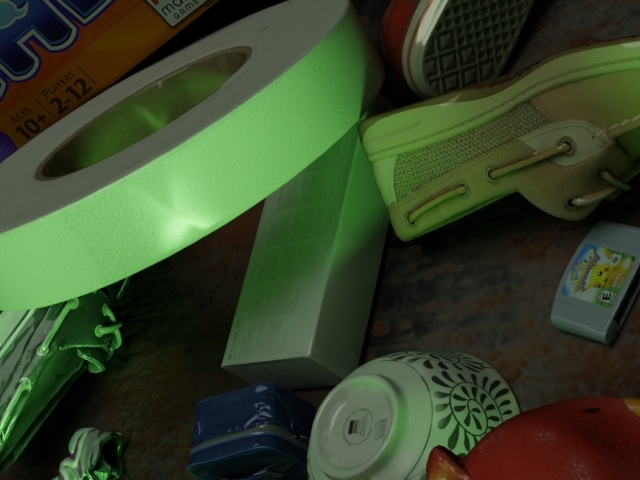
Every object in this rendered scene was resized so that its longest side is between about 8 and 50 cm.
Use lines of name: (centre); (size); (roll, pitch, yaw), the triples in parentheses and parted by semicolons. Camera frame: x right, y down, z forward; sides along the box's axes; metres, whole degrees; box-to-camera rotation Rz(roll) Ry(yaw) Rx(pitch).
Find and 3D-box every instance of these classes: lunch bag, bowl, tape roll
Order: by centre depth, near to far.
bowl: (0.046, 0.140, 0.881); (0.170, 0.080, 0.170); (-26, 48, 32)
lunch bag: (-0.048, 0.154, 0.975); (0.098, 0.067, 0.065); (-21, 50, 33)
tape roll: (-0.130, -0.082, 1.076); (0.392, 0.072, 0.392); (-26, 19, 10)

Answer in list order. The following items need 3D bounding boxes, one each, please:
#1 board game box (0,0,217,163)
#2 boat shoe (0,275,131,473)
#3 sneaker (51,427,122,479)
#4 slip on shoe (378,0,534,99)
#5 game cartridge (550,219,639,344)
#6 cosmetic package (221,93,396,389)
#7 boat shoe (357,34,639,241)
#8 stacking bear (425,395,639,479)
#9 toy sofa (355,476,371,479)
board game box: (-0.318, -0.353, 1.320); (0.356, 0.356, 0.357); (-33, 27, 24)
boat shoe: (-0.231, 0.080, 1.196); (0.102, 0.108, 0.301); (33, 74, 19)
sneaker: (-0.198, 0.206, 1.112); (0.069, 0.038, 0.098); (-9, 58, 43)
slip on shoe: (0.149, -0.265, 1.045); (0.331, 0.123, 0.101); (-60, 35, 1)
game cartridge: (0.189, 0.026, 0.869); (0.056, 0.017, 0.083); (15, 74, 53)
cosmetic package: (0.000, 0.000, 1.042); (0.099, 0.060, 0.239); (-9, 56, 41)
boat shoe: (0.178, -0.073, 0.891); (0.341, 0.121, 0.110); (-13, 93, 45)
stacking bear: (0.161, 0.162, 0.579); (0.164, 0.289, 0.175); (-49, 39, 7)
toy sofa: (0.057, 0.321, 0.679); (0.150, 0.177, 0.362); (-27, 44, -12)
